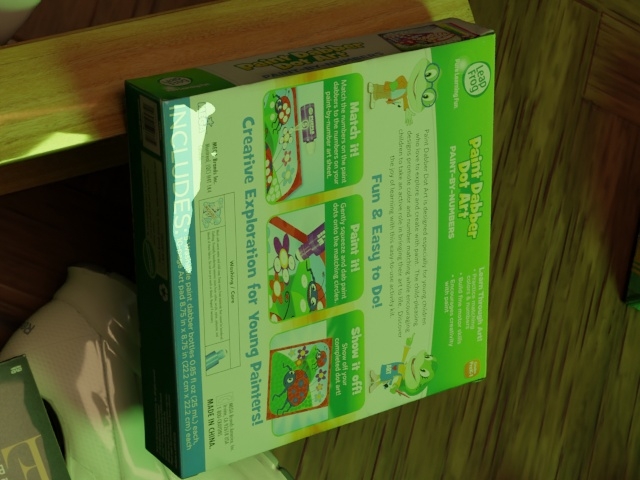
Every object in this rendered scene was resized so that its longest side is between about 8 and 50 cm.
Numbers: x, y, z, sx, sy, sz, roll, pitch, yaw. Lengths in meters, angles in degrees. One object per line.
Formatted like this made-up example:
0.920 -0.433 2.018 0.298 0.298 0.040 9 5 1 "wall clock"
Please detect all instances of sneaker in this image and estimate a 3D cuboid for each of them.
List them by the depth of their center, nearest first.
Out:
-0.107 0.158 1.180 0.129 0.111 0.297 -41 94 -17 "sneaker"

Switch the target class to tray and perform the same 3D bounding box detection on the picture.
-0.119 -0.098 1.151 0.411 0.203 0.076 -16 89 -30 "tray"

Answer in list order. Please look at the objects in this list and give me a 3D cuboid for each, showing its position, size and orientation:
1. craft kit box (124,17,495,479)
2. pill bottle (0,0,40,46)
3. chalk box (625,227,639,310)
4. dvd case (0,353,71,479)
0.000 0.000 1.105 0.247 0.061 0.250 -13 115 -29 "craft kit box"
-0.338 -0.295 1.058 0.408 0.229 0.229 28 68 -21 "pill bottle"
0.370 -0.001 1.397 0.132 0.213 0.132 24 69 -23 "chalk box"
-0.220 0.200 1.074 0.164 0.018 0.221 -19 88 -27 "dvd case"
